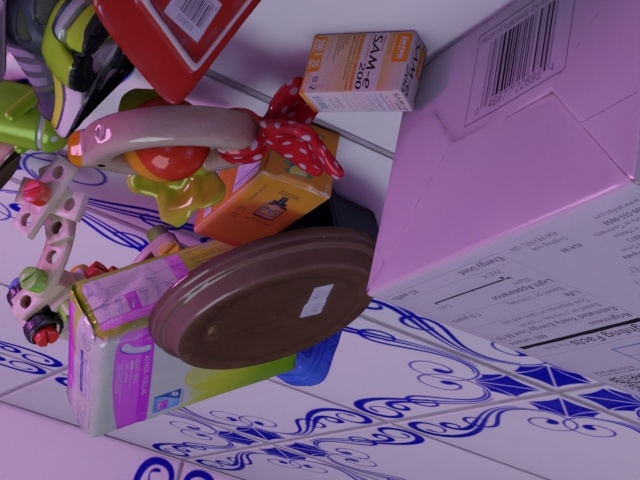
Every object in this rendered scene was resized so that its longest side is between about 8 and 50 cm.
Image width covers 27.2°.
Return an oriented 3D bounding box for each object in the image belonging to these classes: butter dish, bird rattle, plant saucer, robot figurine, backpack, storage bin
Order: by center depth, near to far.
[{"bbox_3d":[-0.124,-0.213,1.001,0.118,0.160,0.160,30,169,27],"label":"butter dish"},{"bbox_3d":[-0.114,-0.084,1.234,0.207,0.143,0.254,0,180,-44],"label":"bird rattle"},{"bbox_3d":[-0.312,-0.131,1.404,0.115,0.067,0.101,14,158,-1],"label":"robot figurine"},{"bbox_3d":[-0.054,0.073,1.476,0.278,0.041,0.278,-17,154,-9],"label":"plant saucer"},{"bbox_3d":[0.000,0.000,1.516,0.091,0.098,0.135,17,137,-39],"label":"storage bin"},{"bbox_3d":[-0.035,0.141,1.870,0.098,0.120,0.101,-5,153,43],"label":"backpack"}]

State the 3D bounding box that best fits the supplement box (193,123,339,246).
[{"bbox_3d":[-0.061,-0.058,1.427,0.078,0.080,0.233,19,161,-18],"label":"supplement box"}]

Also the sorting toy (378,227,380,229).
[{"bbox_3d":[0.143,0.027,1.566,0.275,0.046,0.132,-6,153,41],"label":"sorting toy"}]

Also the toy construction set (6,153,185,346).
[{"bbox_3d":[-0.265,0.039,1.651,0.215,0.151,0.328,-41,136,13],"label":"toy construction set"}]

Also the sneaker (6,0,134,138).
[{"bbox_3d":[-0.235,-0.185,1.194,0.121,0.111,0.300,41,163,-1],"label":"sneaker"}]

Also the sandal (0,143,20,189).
[{"bbox_3d":[-0.408,-0.101,1.572,0.079,0.088,0.240,49,145,-4],"label":"sandal"}]

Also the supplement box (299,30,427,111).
[{"bbox_3d":[0.037,-0.146,1.151,0.099,0.062,0.036,2,155,28],"label":"supplement box"}]

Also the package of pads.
[{"bbox_3d":[-0.160,0.105,1.616,0.297,0.101,0.229,-17,146,-24],"label":"package of pads"}]

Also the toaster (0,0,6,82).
[{"bbox_3d":[-0.337,-0.215,1.055,0.129,0.227,0.146,-26,170,-25],"label":"toaster"}]

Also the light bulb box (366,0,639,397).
[{"bbox_3d":[0.289,-0.031,1.058,0.361,0.225,0.358,21,158,-22],"label":"light bulb box"}]
